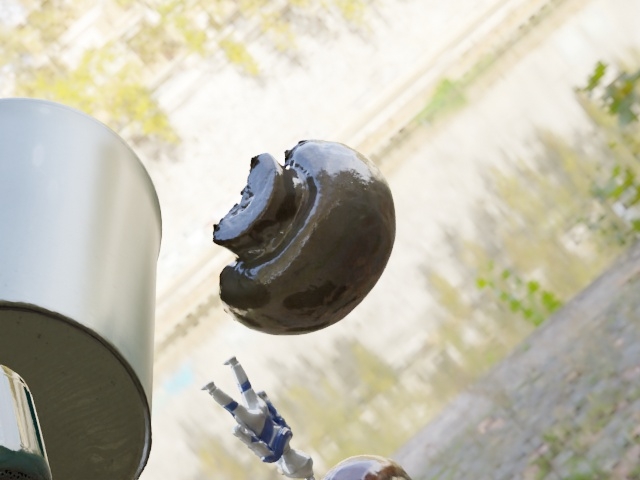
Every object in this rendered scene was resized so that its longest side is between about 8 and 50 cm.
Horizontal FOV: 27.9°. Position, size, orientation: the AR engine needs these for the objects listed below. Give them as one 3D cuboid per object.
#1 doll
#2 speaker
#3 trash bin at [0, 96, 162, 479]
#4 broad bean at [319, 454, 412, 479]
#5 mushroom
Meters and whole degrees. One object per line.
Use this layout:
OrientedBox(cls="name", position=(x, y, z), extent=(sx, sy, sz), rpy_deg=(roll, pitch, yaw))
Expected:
OrientedBox(cls="doll", position=(-0.086, 0.283, 1.913), extent=(0.057, 0.227, 0.114), rpy_deg=(-38, 6, 28))
OrientedBox(cls="speaker", position=(-0.154, 0.108, 0.588), extent=(0.060, 0.075, 0.094), rpy_deg=(-12, -47, -15))
OrientedBox(cls="trash bin", position=(-0.280, 0.054, 1.171), extent=(0.280, 0.280, 0.432), rpy_deg=(-41, 26, 12))
OrientedBox(cls="broad bean", position=(0.029, 0.314, 1.354), extent=(0.156, 0.122, 0.228), rpy_deg=(-25, -29, -43))
OrientedBox(cls="mushroom", position=(0.000, 0.000, 1.132), extent=(0.117, 0.141, 0.188), rpy_deg=(13, 72, 45))
